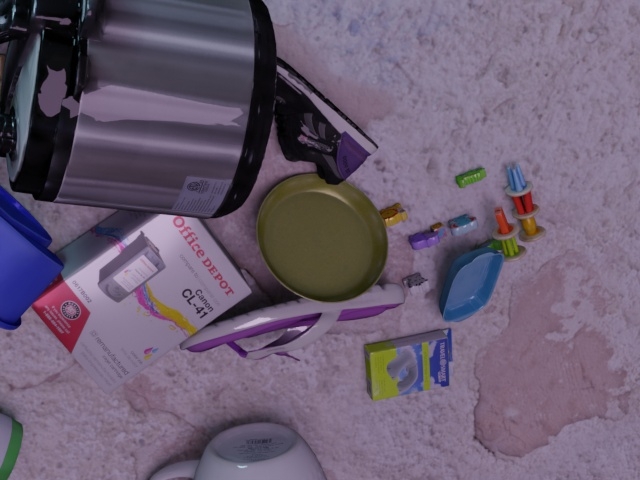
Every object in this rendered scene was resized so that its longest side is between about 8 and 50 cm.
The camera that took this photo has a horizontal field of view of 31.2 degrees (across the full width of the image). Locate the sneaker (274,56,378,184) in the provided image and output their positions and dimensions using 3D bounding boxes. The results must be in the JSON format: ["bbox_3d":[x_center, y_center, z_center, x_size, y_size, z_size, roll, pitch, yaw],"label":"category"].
[{"bbox_3d":[-0.036,-0.197,1.921,0.283,0.107,0.124,40,97,-26],"label":"sneaker"}]

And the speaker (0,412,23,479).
[{"bbox_3d":[-0.657,0.318,1.908,0.296,0.131,0.131,21,102,-23],"label":"speaker"}]

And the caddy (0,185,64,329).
[{"bbox_3d":[-0.554,-0.006,1.731,0.179,0.241,0.341,-43,121,0],"label":"caddy"}]

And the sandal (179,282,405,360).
[{"bbox_3d":[-0.037,0.158,2.009,0.416,0.169,0.102,-13,81,-14],"label":"sandal"}]

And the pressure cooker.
[{"bbox_3d":[-0.306,-0.227,1.675,0.420,0.375,0.370,5,109,-20],"label":"pressure cooker"}]

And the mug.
[{"bbox_3d":[-0.153,0.513,2.084,0.374,0.276,0.328,0,107,15],"label":"mug"}]

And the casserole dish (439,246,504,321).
[{"bbox_3d":[0.274,0.078,2.121,0.114,0.037,0.188,-19,143,-25],"label":"casserole dish"}]

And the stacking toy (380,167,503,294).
[{"bbox_3d":[0.228,-0.015,2.101,0.221,0.052,0.167,-24,115,-8],"label":"stacking toy"}]

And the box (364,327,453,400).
[{"bbox_3d":[0.175,0.237,2.184,0.178,0.042,0.109,-10,113,-13],"label":"box"}]

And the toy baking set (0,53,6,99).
[{"bbox_3d":[-0.582,-0.194,1.795,0.196,0.030,0.256,-5,111,-13],"label":"toy baking set"}]

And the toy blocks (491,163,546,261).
[{"bbox_3d":[0.354,-0.053,2.104,0.123,0.054,0.148,-40,121,-35],"label":"toy blocks"}]

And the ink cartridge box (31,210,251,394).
[{"bbox_3d":[-0.306,0.075,1.924,0.306,0.131,0.226,-35,116,-1],"label":"ink cartridge box"}]

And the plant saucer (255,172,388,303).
[{"bbox_3d":[0.000,0.000,1.981,0.241,0.037,0.241,7,66,-16],"label":"plant saucer"}]
